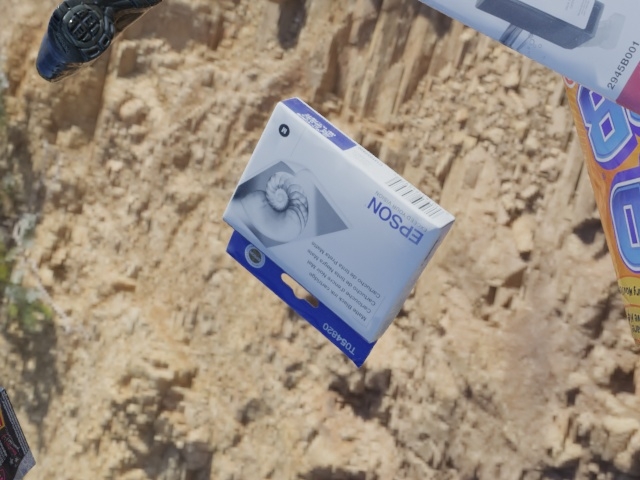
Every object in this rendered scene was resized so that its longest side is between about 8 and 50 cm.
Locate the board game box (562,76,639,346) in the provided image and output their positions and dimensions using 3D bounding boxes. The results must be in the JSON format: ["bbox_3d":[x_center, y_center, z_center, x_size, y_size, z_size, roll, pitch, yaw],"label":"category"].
[{"bbox_3d":[0.475,-0.124,0.811,0.356,0.356,0.356,111,148,-78],"label":"board game box"}]

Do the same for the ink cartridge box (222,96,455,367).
[{"bbox_3d":[0.000,0.000,0.959,0.223,0.045,0.224,39,124,17],"label":"ink cartridge box"}]

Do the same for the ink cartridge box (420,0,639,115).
[{"bbox_3d":[0.185,-0.191,0.599,0.092,0.218,0.158,-25,-36,-63],"label":"ink cartridge box"}]

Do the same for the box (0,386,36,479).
[{"bbox_3d":[-0.598,0.320,1.385,0.142,0.247,0.163,-53,-42,-53],"label":"box"}]

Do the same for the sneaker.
[{"bbox_3d":[-0.336,-0.341,1.350,0.130,0.109,0.286,-28,20,46],"label":"sneaker"}]
